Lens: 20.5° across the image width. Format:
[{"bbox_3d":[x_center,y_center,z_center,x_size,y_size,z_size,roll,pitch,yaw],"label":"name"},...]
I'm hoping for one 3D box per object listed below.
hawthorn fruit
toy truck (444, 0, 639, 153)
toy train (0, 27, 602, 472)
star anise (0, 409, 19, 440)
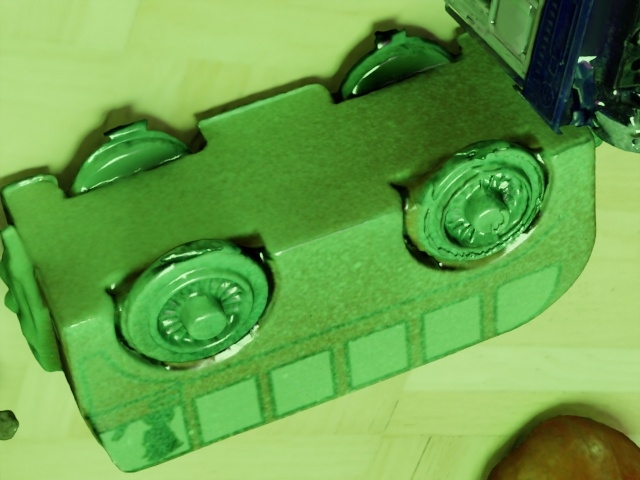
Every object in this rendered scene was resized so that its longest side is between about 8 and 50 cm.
[{"bbox_3d":[0.174,0.179,1.154,0.125,0.140,0.125,-4,96,-40],"label":"hawthorn fruit"},{"bbox_3d":[0.212,-0.143,0.897,0.268,0.155,0.124,-8,129,-26],"label":"toy truck"},{"bbox_3d":[0.000,0.000,0.912,0.326,0.129,0.159,-20,137,-14],"label":"toy train"},{"bbox_3d":[-0.264,0.074,0.855,0.231,0.089,0.209,-4,136,-11],"label":"star anise"}]
